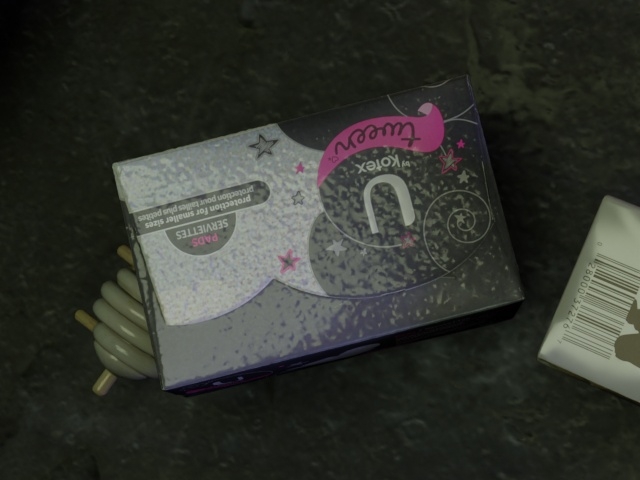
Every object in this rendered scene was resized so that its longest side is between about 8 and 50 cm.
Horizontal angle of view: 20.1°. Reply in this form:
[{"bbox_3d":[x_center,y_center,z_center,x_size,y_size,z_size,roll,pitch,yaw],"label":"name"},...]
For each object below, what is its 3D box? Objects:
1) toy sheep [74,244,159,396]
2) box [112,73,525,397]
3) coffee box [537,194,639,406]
[{"bbox_3d":[-0.130,0.058,1.344,0.091,0.091,0.132,32,94,18],"label":"toy sheep"},{"bbox_3d":[0.000,0.000,1.235,0.247,0.142,0.163,-14,83,0],"label":"box"},{"bbox_3d":[0.308,0.081,1.143,0.297,0.168,0.119,23,95,18],"label":"coffee box"}]
